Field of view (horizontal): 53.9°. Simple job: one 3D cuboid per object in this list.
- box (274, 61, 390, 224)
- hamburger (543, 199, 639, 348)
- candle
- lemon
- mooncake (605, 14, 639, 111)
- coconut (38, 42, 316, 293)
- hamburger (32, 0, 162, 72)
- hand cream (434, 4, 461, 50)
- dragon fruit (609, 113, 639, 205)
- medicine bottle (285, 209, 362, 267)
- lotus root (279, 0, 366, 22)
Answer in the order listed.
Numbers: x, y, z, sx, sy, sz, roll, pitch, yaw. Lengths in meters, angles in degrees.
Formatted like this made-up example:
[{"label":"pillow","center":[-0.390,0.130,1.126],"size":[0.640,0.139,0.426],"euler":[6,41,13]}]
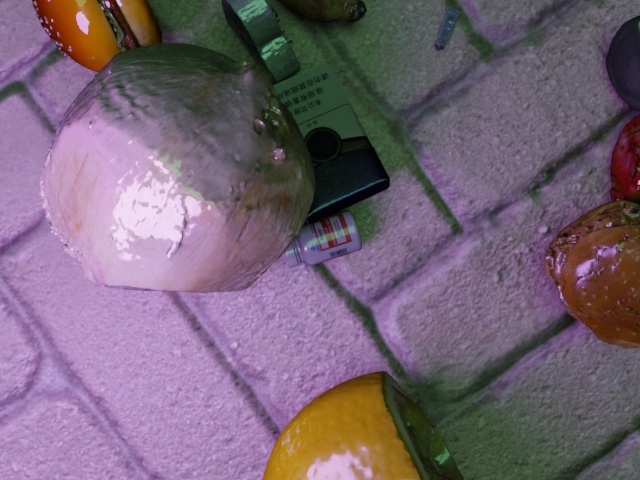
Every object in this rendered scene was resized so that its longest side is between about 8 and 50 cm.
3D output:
[{"label":"box","center":[-0.003,-0.175,1.139],"size":[0.168,0.071,0.259],"euler":[-25,75,-3]},{"label":"hamburger","center":[0.525,0.046,1.106],"size":[0.245,0.211,0.261],"euler":[11,113,5]},{"label":"candle","center":[-0.114,-0.383,1.133],"size":[0.068,0.192,0.168],"euler":[-34,47,-2]},{"label":"lemon","center":[0.058,0.418,1.034],"size":[0.364,0.364,0.365],"euler":[0,89,-3]},{"label":"mooncake","center":[0.614,-0.329,1.154],"size":[0.104,0.168,0.175],"euler":[-19,105,-4]},{"label":"coconut","center":[-0.191,-0.117,0.963],"size":[0.404,0.404,0.405],"euler":[0,89,-3]},{"label":"hamburger","center":[-0.394,-0.399,1.067],"size":[0.170,0.246,0.246],"euler":[-35,91,-12]},{"label":"hand cream","center":[0.243,-0.407,1.209],"size":[0.030,0.019,0.093],"euler":[22,86,-4]},{"label":"dragon fruit","center":[0.633,-0.141,1.138],"size":[0.134,0.211,0.262],"euler":[5,83,-10]},{"label":"medicine bottle","center":[0.000,0.000,1.159],"size":[0.140,0.079,0.079],"euler":[-18,90,-3]},{"label":"lotus root","center":[-0.010,-0.470,1.145],"size":[0.214,0.138,0.138],"euler":[43,87,-4]}]
